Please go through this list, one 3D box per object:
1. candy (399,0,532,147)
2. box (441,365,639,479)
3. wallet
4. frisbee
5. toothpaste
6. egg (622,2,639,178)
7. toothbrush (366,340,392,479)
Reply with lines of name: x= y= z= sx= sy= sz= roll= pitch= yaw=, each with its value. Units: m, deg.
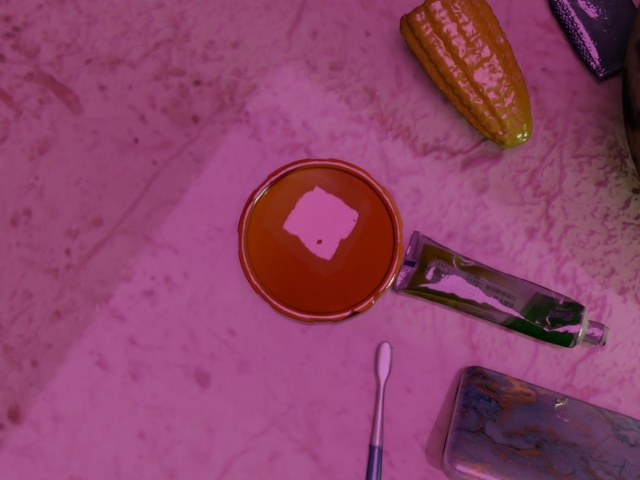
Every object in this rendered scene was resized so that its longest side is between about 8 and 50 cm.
candy: x=0.180 y=-0.195 z=1.095 sx=0.106 sy=0.094 sz=0.199 roll=-31 pitch=90 yaw=-6
box: x=0.277 y=0.237 z=1.026 sx=0.285 sy=0.044 sz=0.142 roll=18 pitch=52 yaw=3
wallet: x=0.337 y=-0.263 z=1.137 sx=0.088 sy=0.026 sz=0.129 roll=-28 pitch=84 yaw=-1
frisbee: x=0.000 y=0.000 z=1.088 sx=0.192 sy=0.035 sz=0.192 roll=0 pitch=81 yaw=-2
toothpaste: x=0.209 y=0.066 z=1.079 sx=0.247 sy=0.047 sz=0.078 roll=21 pitch=78 yaw=5
egg: x=0.487 y=-0.167 z=0.969 sx=0.344 sy=0.345 sz=0.428 roll=-2 pitch=68 yaw=-1
toothbrush: x=0.061 y=0.251 z=1.060 sx=0.019 sy=0.025 sz=0.276 roll=5 pitch=83 yaw=5
